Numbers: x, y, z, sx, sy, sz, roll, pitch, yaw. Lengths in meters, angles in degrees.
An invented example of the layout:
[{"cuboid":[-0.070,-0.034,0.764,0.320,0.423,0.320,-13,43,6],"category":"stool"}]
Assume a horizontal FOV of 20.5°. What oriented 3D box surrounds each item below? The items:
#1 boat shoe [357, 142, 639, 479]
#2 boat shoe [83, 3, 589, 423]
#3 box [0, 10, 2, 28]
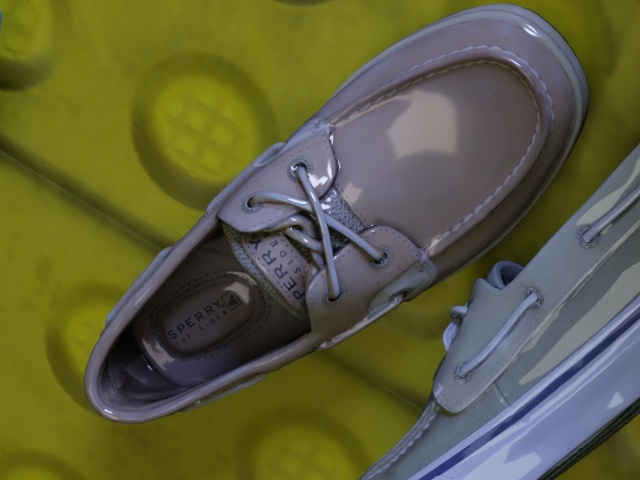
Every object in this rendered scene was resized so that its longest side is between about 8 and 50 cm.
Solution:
[{"cuboid":[0.109,0.052,0.838,0.302,0.109,0.094,-43,75,23],"category":"boat shoe"},{"cuboid":[0.000,0.000,0.852,0.302,0.098,0.109,-35,95,32],"category":"boat shoe"},{"cuboid":[-0.246,-0.112,0.949,0.179,0.043,0.105,23,119,16],"category":"box"}]
